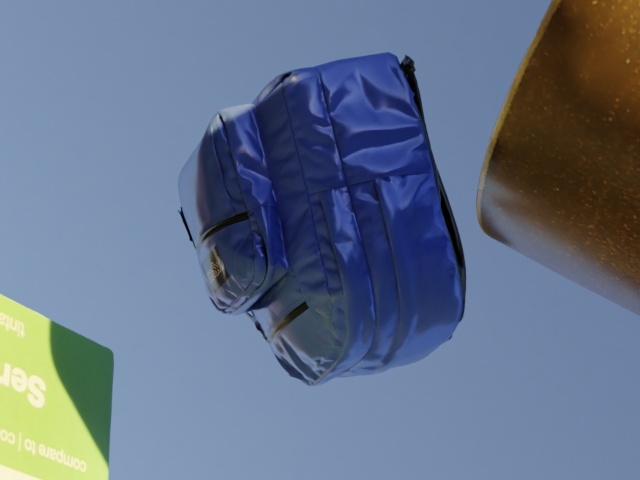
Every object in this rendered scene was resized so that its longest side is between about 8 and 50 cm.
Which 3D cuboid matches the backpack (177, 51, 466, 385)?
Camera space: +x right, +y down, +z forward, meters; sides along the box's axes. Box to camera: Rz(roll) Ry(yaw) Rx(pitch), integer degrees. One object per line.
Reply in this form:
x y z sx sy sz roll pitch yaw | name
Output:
0.000 0.000 0.599 0.098 0.101 0.120 128 -55 -68 | backpack

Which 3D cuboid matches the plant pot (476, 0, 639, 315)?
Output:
0.200 -0.025 0.400 0.230 0.215 0.215 36 -46 17 | plant pot

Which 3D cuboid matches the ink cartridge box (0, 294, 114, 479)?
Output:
-0.189 0.169 0.499 0.201 0.278 0.117 -15 -30 27 | ink cartridge box
